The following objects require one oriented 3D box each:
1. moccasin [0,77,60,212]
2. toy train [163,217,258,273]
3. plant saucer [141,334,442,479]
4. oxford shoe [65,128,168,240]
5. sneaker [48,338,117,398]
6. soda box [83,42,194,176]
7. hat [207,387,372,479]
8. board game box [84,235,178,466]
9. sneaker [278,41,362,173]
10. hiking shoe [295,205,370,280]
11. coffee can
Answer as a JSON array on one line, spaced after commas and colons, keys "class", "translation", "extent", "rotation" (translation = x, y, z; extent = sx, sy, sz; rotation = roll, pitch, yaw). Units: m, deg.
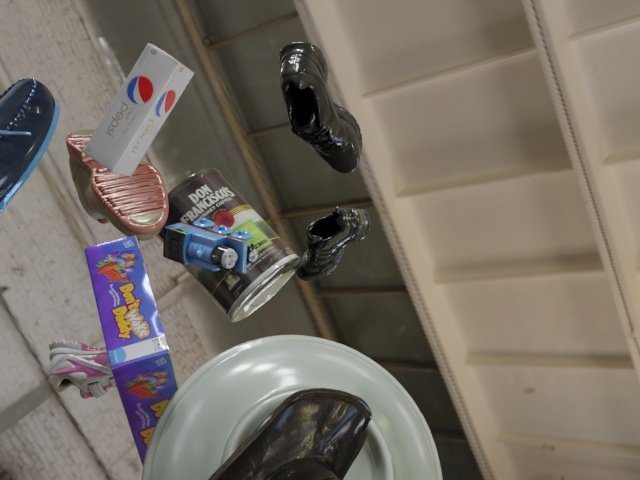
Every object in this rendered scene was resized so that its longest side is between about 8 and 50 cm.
[{"class": "moccasin", "translation": [-0.420, -0.077, 0.847], "extent": [0.137, 0.342, 0.117], "rotation": [-9, -43, 35]}, {"class": "toy train", "translation": [-0.208, 0.013, 1.405], "extent": [0.184, 0.105, 0.080], "rotation": [17, -68, 32]}, {"class": "plant saucer", "translation": [-0.021, 0.303, 0.939], "extent": [0.400, 0.400, 0.100], "rotation": [44, -25, 7]}, {"class": "oxford shoe", "translation": [-0.413, -0.091, 1.529], "extent": [0.397, 0.140, 0.147], "rotation": [46, -44, 46]}, {"class": "sneaker", "translation": [-0.453, 0.279, 1.558], "extent": [0.252, 0.111, 0.103], "rotation": [2, -26, 9]}, {"class": "soda box", "translation": [-0.307, -0.219, 1.264], "extent": [0.069, 0.074, 0.216], "rotation": [33, -85, 11]}, {"class": "hat", "translation": [-0.030, 0.308, 0.704], "extent": [0.134, 0.331, 0.331], "rotation": [34, -44, 33]}, {"class": "board game box", "translation": [-0.269, 0.200, 1.142], "extent": [0.347, 0.078, 0.233], "rotation": [90, -21, -45]}, {"class": "sneaker", "translation": [-0.008, -0.220, 1.383], "extent": [0.109, 0.130, 0.286], "rotation": [-14, -47, 24]}, {"class": "hiking shoe", "translation": [0.000, 0.000, 1.598], "extent": [0.227, 0.114, 0.086], "rotation": [-47, -136, 30]}, {"class": "coffee can", "translation": [-0.206, 0.009, 1.609], "extent": [0.275, 0.201, 0.201], "rotation": [46, -43, 11]}]
